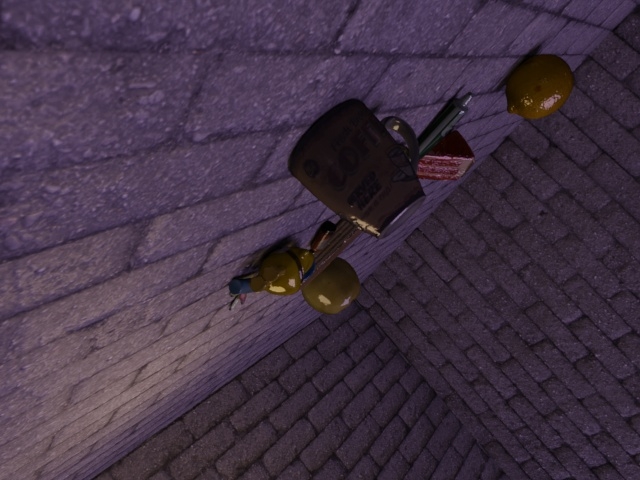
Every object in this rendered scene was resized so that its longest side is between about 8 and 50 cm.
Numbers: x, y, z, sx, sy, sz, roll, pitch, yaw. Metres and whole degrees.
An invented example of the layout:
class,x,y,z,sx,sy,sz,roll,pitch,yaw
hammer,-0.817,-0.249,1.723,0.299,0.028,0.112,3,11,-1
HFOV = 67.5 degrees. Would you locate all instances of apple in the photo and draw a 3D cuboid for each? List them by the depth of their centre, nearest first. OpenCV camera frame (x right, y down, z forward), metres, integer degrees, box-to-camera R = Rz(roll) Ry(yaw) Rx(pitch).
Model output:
class,x,y,z,sx,sy,sz,roll,pitch,yaw
apple,0.047,0.205,2.179,0.262,0.262,0.262,-39,168,-10

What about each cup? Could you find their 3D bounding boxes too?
class,x,y,z,sx,sy,sz,roll,pitch,yaw
cup,0.123,-0.157,1.070,0.301,0.257,0.227,-37,170,-27

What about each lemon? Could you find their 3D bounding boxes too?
class,x,y,z,sx,sy,sz,roll,pitch,yaw
lemon,0.831,-0.582,1.834,0.253,0.228,0.228,-39,168,-5

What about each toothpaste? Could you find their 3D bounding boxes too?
class,x,y,z,sx,sy,sz,roll,pitch,yaw
toothpaste,0.380,-0.354,1.634,0.098,0.061,0.392,-29,166,-46

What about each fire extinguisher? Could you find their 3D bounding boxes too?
class,x,y,z,sx,sy,sz,roll,pitch,yaw
fire extinguisher,0.000,0.000,1.720,0.177,0.050,0.062,-56,-173,49

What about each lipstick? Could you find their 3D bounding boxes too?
class,x,y,z,sx,sy,sz,roll,pitch,yaw
lipstick,-0.222,0.141,1.501,0.048,0.048,0.158,-45,162,17

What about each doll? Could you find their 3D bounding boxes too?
class,x,y,z,sx,sy,sz,roll,pitch,yaw
doll,-0.093,0.087,1.529,0.199,0.145,0.363,-36,175,21

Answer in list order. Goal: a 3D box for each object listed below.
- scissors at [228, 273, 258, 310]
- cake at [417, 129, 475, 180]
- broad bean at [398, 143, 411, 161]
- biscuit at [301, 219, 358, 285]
class,x,y,z,sx,sy,sz,roll,pitch,yaw
scissors,-0.264,0.182,1.617,0.133,0.020,0.187,-28,160,-37
cake,0.455,-0.348,1.911,0.262,0.160,0.158,2,151,-18
broad bean,0.222,-0.248,1.526,0.206,0.072,0.153,-12,148,-43
biscuit,0.011,0.056,1.887,0.426,0.078,0.144,-44,169,16
